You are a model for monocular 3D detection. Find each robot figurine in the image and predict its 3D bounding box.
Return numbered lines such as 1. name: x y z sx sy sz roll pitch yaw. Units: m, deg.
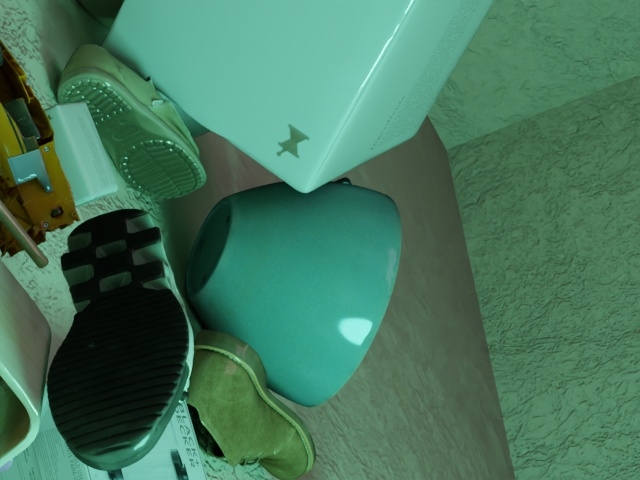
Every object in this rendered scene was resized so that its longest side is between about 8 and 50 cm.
1. robot figurine: -0.318 -0.130 1.525 0.291 0.085 0.211 65 -25 -1

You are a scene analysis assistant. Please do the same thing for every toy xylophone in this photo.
1. toy xylophone: -0.309 0.026 1.342 0.323 0.081 0.236 60 14 -24

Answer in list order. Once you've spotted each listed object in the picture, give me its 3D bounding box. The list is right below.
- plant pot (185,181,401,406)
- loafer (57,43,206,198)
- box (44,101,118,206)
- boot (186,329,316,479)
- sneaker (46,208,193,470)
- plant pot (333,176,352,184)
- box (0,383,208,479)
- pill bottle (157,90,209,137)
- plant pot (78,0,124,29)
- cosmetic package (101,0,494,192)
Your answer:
1. plant pot: -0.056 0.042 2.106 0.195 0.290 0.290 22 35 -20
2. loafer: -0.219 -0.145 2.009 0.268 0.102 0.092 52 28 -50
3. box: -0.276 -0.076 1.688 0.087 0.102 0.101 -36 106 -78
4. boot: -0.097 0.231 2.012 0.115 0.112 0.305 -67 150 -26
5. sneaker: -0.157 0.112 1.443 0.330 0.122 0.146 -97 174 -60
6. plant pot: 0.000 0.000 2.544 0.234 0.165 0.165 -76 144 -80
7. box: -0.198 0.226 1.576 0.290 0.087 0.169 27 44 -70
8. pill bottle: -0.172 -0.224 2.290 0.193 0.108 0.108 -82 148 -64
9. plant pot: -0.255 -0.335 2.163 0.096 0.109 0.109 71 7 -55
10. cosmetic package: 0.001 -0.311 2.123 0.329 0.327 0.393 35 25 11
